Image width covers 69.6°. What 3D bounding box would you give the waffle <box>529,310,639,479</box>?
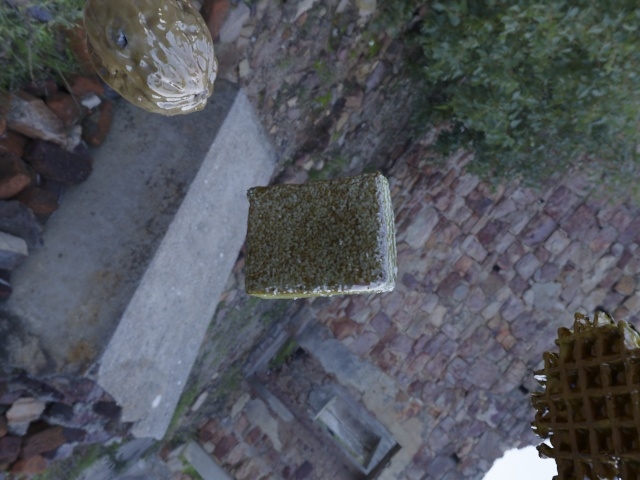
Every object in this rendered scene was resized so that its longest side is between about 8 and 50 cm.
[{"bbox_3d":[0.322,0.201,0.521,0.232,0.051,0.229,-102,-159,-64],"label":"waffle"}]

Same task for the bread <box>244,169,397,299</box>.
[{"bbox_3d":[0.000,0.000,0.737,0.110,0.234,0.184,19,68,-69],"label":"bread"}]

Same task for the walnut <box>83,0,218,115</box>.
[{"bbox_3d":[-0.285,-0.328,0.782,0.198,0.245,0.198,-42,180,0],"label":"walnut"}]
